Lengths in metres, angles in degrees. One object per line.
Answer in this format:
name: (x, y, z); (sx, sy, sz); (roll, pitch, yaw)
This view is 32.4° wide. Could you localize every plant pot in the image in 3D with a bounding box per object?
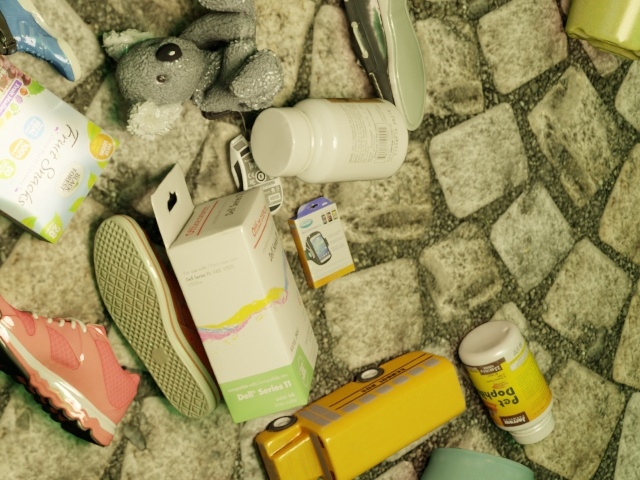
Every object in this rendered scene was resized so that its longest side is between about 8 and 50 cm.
plant pot: (0.561, -0.458, 1.948); (0.276, 0.276, 0.254); (15, 100, -31)
plant pot: (0.253, 0.496, 1.862); (0.271, 0.271, 0.255); (27, 68, -30)

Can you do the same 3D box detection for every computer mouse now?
computer mouse: (-0.112, -0.128, 1.694); (0.106, 0.042, 0.193); (-19, 99, -32)

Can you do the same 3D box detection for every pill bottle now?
pill bottle: (0.013, -0.153, 1.689); (0.229, 0.131, 0.131); (-6, 99, -41)
pill bottle: (0.338, 0.255, 1.956); (0.117, 0.117, 0.215); (-39, 113, -21)

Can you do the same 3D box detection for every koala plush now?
koala plush: (-0.189, -0.244, 1.568); (0.221, 0.203, 0.196); (-19, 81, -13)

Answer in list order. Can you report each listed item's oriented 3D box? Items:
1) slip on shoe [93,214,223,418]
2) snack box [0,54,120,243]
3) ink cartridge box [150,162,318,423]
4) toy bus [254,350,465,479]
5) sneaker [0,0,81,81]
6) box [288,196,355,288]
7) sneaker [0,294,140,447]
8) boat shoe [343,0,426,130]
slip on shoe: (-0.229, 0.104, 1.620); (0.101, 0.123, 0.331); (-48, 117, -48)
snack box: (-0.408, -0.122, 1.502); (0.207, 0.070, 0.175); (37, 76, -30)
ink cartridge box: (-0.117, 0.056, 1.603); (0.119, 0.207, 0.354); (-16, 107, 10)
toy bus: (0.065, 0.300, 1.793); (0.332, 0.130, 0.108); (-26, 108, -26)
sneaker: (-0.400, -0.263, 1.495); (0.084, 0.058, 0.152); (-45, 111, -25)
box: (0.000, 0.000, 1.781); (0.081, 0.028, 0.136); (-24, 105, -26)
sneaker: (-0.374, 0.150, 1.545); (0.136, 0.116, 0.314); (-53, 125, -26)
boat shoe: (0.098, -0.323, 1.770); (0.114, 0.091, 0.303); (-25, 109, -57)
